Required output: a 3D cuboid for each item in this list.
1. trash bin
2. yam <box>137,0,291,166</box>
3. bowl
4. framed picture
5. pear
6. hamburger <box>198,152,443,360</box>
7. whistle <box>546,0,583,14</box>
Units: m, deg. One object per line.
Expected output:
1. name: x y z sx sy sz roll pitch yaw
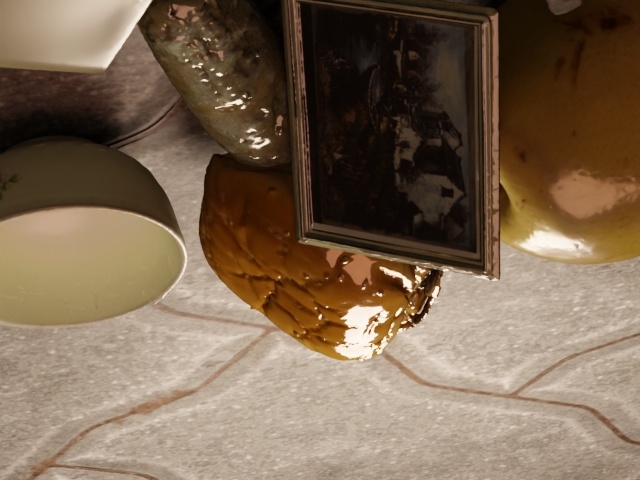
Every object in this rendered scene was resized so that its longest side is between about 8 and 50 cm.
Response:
1. trash bin: -0.288 -0.247 1.823 0.247 0.121 0.243 5 148 -30
2. yam: -0.091 -0.182 1.996 0.133 0.133 0.330 -18 149 14
3. bowl: -0.292 -0.023 2.203 0.277 0.145 0.277 -9 152 -5
4. framed picture: 0.067 -0.104 1.948 0.232 0.019 0.296 10 122 24
5. pear: 0.268 -0.118 2.034 0.309 0.309 0.309 -8 152 -4
6. hamburger: 0.000 0.000 2.201 0.319 0.158 0.318 32 155 17
7. whistle: 0.126 -0.330 1.757 0.405 0.168 0.188 8 148 -38
